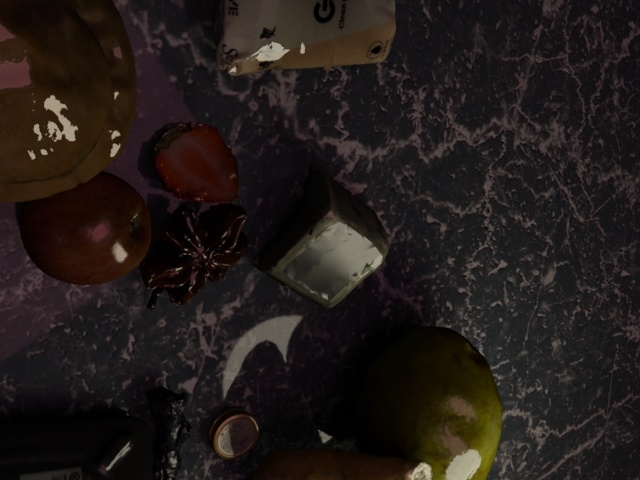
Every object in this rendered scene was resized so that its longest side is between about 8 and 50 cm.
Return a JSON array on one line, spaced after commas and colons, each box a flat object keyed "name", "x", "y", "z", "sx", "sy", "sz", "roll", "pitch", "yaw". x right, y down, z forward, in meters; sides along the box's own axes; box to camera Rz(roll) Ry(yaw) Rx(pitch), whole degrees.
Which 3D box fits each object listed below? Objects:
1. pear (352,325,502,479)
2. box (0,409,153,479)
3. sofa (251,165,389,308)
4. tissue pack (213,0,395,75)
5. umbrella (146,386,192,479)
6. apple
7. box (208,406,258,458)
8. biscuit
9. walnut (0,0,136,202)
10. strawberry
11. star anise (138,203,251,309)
[{"name": "pear", "x": 0.233, "y": 0.396, "z": 1.261, "sx": 0.352, "sy": 0.352, "sz": 0.412, "roll": 10, "pitch": 91, "yaw": -32}, {"name": "box", "x": -0.452, "y": 0.463, "z": 0.916, "sx": 0.351, "sy": 0.091, "sz": 0.358, "roll": 4, "pitch": 63, "yaw": -28}, {"name": "sofa", "x": 0.000, "y": 0.000, "z": 1.190, "sx": 0.210, "sy": 0.176, "sz": 0.225, "roll": 33, "pitch": 112, "yaw": -31}, {"name": "tissue pack", "x": -0.024, "y": -0.501, "z": 1.014, "sx": 0.390, "sy": 0.195, "sz": 0.375, "roll": -17, "pitch": 121, "yaw": -27}, {"name": "umbrella", "x": -0.296, "y": 0.398, "z": 1.110, "sx": 0.071, "sy": 0.080, "sz": 0.224, "roll": -21, "pitch": 119, "yaw": -63}, {"name": "apple", "x": -0.368, "y": -0.022, "z": 0.898, "sx": 0.174, "sy": 0.188, "sz": 0.188, "roll": 1, "pitch": 103, "yaw": 11}, {"name": "box", "x": -0.184, "y": 0.408, "z": 1.191, "sx": 0.106, "sy": 0.037, "sz": 0.105, "roll": -7, "pitch": 104, "yaw": -30}, {"name": "biscuit", "x": 0.054, "y": 0.584, "z": 1.167, "sx": 0.104, "sy": 0.447, "sz": 0.429, "roll": -65, "pitch": 152, "yaw": -51}, {"name": "walnut", "x": -0.437, "y": -0.241, "z": 0.712, "sx": 0.384, "sy": 0.384, "sz": 0.383, "roll": -7, "pitch": 104, "yaw": -29}, {"name": "strawberry", "x": -0.214, "y": -0.129, "z": 1.009, "sx": 0.187, "sy": 0.082, "sz": 0.146, "roll": 43, "pitch": 77, "yaw": 9}, {"name": "star anise", "x": -0.231, "y": 0.012, "z": 1.020, "sx": 0.220, "sy": 0.125, "sz": 0.190, "roll": -27, "pitch": 156, "yaw": -29}]
